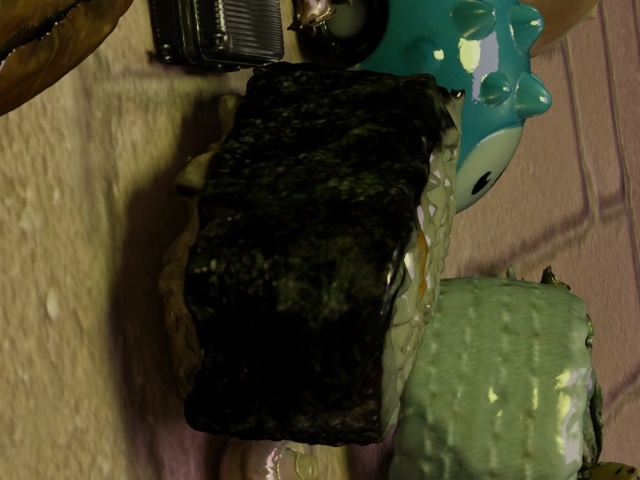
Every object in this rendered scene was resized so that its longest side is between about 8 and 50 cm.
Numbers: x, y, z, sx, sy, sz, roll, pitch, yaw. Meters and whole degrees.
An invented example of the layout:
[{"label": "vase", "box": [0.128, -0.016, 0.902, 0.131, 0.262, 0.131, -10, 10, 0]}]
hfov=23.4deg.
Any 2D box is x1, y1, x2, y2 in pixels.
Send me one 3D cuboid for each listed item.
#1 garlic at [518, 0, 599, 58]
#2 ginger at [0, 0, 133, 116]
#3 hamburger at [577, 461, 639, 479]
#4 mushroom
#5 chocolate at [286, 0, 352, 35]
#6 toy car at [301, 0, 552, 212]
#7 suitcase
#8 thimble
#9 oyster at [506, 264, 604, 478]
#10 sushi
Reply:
[{"label": "garlic", "box": [0.162, -0.315, 1.460, 0.340, 0.245, 0.231, 71, 34, -62]}, {"label": "ginger", "box": [-0.177, -0.133, 0.814, 0.133, 0.107, 0.309, 55, 29, -4]}, {"label": "hamburger", "box": [0.244, 0.311, 1.447, 0.167, 0.288, 0.192, 35, 65, -19]}, {"label": "mushroom", "box": [-0.034, 0.164, 1.091, 0.083, 0.067, 0.084, -4, 90, -73]}, {"label": "chocolate", "box": [-0.042, -0.318, 1.158, 0.102, 0.065, 0.329, -143, -144, -70]}, {"label": "toy car", "box": [0.104, -0.143, 1.327, 0.188, 0.190, 0.255, -10, 95, -63]}, {"label": "suitcase", "box": [-0.072, -0.164, 1.103, 0.126, 0.059, 0.086, -10, 94, -66]}, {"label": "thimble", "box": [0.154, 0.136, 1.342, 0.250, 0.171, 0.205, -72, 166, -57]}, {"label": "oyster", "box": [0.246, 0.164, 1.692, 0.198, 0.112, 0.268, 75, 6, -75]}, {"label": "sushi", "box": [0.000, 0.000, 1.078, 0.350, 0.170, 0.211, -66, 162, -54]}]
